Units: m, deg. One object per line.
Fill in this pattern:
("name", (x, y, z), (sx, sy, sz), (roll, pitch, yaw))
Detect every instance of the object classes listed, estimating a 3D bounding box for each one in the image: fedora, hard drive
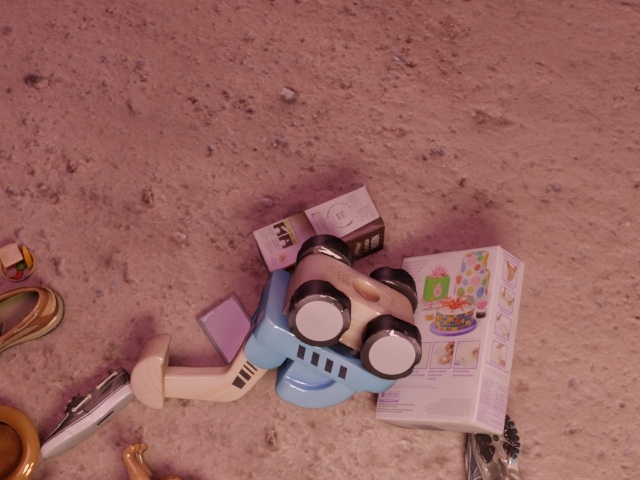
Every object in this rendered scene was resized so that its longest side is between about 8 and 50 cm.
("fedora", (-0.616, 0.408, 1.564), (0.194, 0.079, 0.194), (-4, 68, 9))
("hard drive", (-0.176, 0.189, 1.659), (0.094, 0.022, 0.135), (-34, 72, -10))

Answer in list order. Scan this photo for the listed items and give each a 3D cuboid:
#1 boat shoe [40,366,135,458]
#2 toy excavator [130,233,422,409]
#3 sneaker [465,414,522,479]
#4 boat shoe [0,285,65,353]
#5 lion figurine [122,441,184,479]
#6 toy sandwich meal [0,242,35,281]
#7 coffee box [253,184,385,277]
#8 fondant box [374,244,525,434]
("boat shoe", (-0.457, 0.335, 1.592), (0.219, 0.078, 0.070), (-37, 73, -19))
("toy excavator", (-0.084, 0.208, 1.515), (0.433, 0.222, 0.445), (27, 116, -12))
("sneaker", (0.322, 0.460, 1.489), (0.110, 0.122, 0.283), (4, 63, -5))
("boat shoe", (-0.678, 0.179, 1.629), (0.324, 0.120, 0.123), (-31, 71, -9))
("lion figurine", (-0.372, 0.516, 1.467), (0.392, 0.142, 0.240), (-23, 76, -13))
("toy sandwich meal", (-0.643, 0.045, 1.726), (0.085, 0.029, 0.086), (-1, 70, 2))
("coffee box", (0.000, 0.000, 1.661), (0.246, 0.141, 0.098), (-23, 70, -6))
("fondant box", (0.243, 0.187, 1.535), (0.096, 0.238, 0.330), (26, 66, -37))
